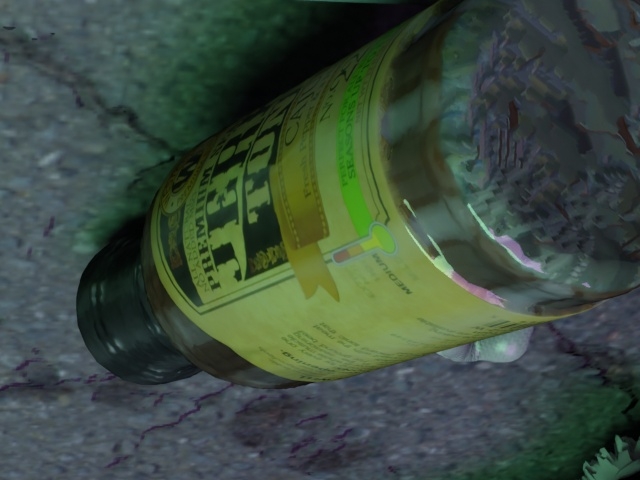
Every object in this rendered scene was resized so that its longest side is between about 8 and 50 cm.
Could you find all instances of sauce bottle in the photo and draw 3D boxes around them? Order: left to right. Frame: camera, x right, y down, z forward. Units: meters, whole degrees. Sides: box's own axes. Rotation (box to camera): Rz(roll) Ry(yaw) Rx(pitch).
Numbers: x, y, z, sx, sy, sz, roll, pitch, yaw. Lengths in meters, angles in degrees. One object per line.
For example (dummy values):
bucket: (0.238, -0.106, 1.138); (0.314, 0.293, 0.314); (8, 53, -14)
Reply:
sauce bottle: (0.000, 0.000, 0.697); (0.111, 0.111, 0.344); (12, 161, -27)

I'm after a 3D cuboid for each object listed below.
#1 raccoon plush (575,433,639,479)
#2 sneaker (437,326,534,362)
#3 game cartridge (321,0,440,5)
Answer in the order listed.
raccoon plush: (0.178, 0.225, 1.135); (0.299, 0.216, 0.446); (-29, 171, 5)
sneaker: (0.113, -0.060, 0.711); (0.110, 0.118, 0.292); (12, 138, -23)
game cartridge: (-0.002, -0.123, 0.545); (0.297, 0.062, 0.198); (4, 165, 8)
